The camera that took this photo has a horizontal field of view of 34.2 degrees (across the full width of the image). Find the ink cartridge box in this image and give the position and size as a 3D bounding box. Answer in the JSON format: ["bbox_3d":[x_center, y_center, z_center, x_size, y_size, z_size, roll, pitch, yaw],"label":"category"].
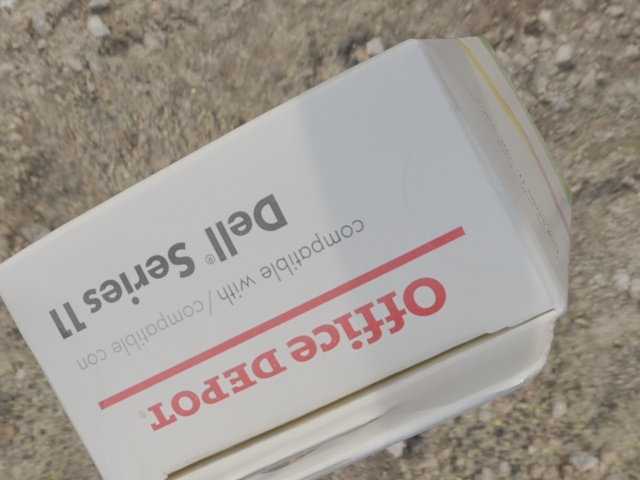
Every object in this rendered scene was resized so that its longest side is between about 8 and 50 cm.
[{"bbox_3d":[0.000,0.000,0.489,0.207,0.353,0.119,-27,94,17],"label":"ink cartridge box"}]
